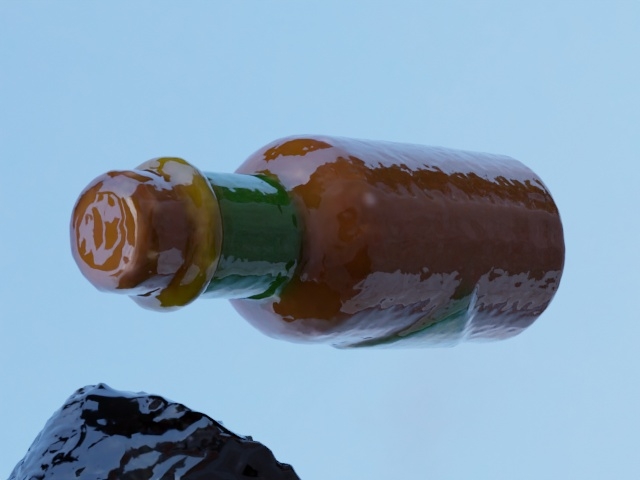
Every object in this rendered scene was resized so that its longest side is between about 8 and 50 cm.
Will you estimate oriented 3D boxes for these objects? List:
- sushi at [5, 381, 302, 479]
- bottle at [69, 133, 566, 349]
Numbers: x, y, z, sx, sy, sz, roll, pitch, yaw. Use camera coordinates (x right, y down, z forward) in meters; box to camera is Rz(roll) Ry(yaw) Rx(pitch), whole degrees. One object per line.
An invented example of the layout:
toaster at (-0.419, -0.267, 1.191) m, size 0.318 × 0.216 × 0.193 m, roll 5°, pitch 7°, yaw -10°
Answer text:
sushi at (-0.024, 0.105, 0.530) m, size 0.078 × 0.150 × 0.090 m, roll -56°, pitch 6°, yaw -36°
bottle at (0.000, 0.000, 0.603) m, size 0.187 × 0.069 × 0.069 m, roll 4°, pitch -71°, yaw -48°
